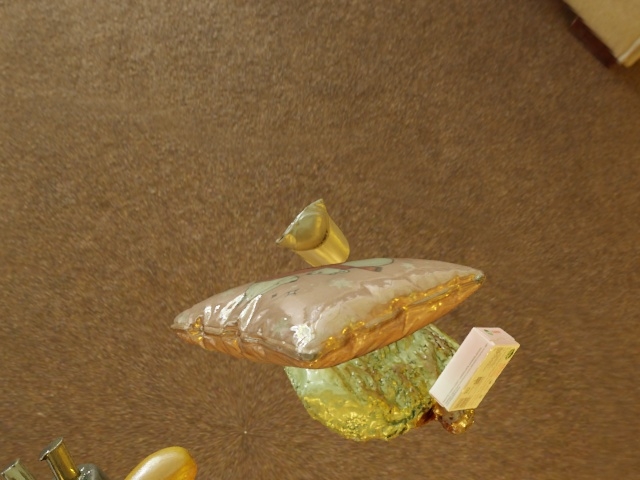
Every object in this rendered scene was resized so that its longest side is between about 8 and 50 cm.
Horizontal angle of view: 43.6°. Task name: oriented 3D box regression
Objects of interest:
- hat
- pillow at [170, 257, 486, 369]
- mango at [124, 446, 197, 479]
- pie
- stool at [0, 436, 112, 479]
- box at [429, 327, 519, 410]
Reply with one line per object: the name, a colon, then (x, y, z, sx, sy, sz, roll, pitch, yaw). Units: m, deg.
hat: (0.000, 0.000, 1.816, 0.175, 0.085, 0.147, 41, 91, -22)
pillow: (0.004, 0.066, 0.747, 0.223, 0.236, 0.084, -15, 97, -36)
mango: (-0.288, 0.412, 1.326, 0.184, 0.102, 0.085, -33, 77, -26)
pie: (0.072, 0.213, 1.507, 0.418, 0.395, 0.180, 11, 113, -41)
stool: (-0.303, 0.325, 0.911, 0.153, 0.228, 0.139, -40, 107, -19)
box: (0.226, 0.188, 1.172, 0.043, 0.089, 0.125, 42, 108, 33)
